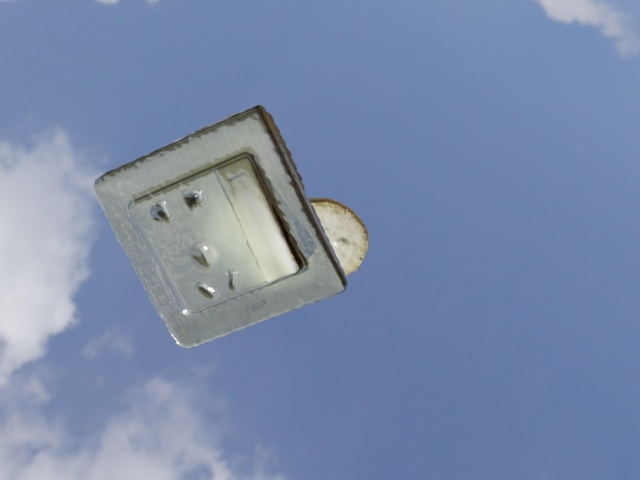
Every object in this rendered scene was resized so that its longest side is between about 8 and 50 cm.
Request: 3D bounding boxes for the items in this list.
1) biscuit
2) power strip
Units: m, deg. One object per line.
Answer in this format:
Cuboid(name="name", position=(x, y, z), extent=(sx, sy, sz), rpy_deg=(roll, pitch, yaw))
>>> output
Cuboid(name="biscuit", position=(0.000, 0.000, 1.533), extent=(0.152, 0.152, 0.020), rpy_deg=(24, -149, -10))
Cuboid(name="power strip", position=(-0.119, -0.016, 1.268), extent=(0.256, 0.251, 0.092), rpy_deg=(65, -155, -13))
